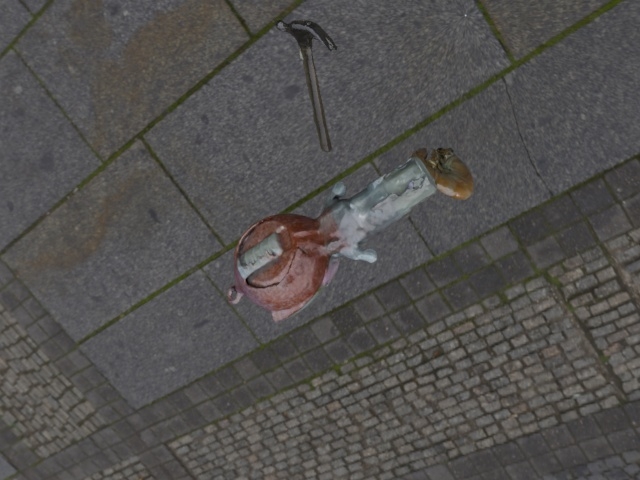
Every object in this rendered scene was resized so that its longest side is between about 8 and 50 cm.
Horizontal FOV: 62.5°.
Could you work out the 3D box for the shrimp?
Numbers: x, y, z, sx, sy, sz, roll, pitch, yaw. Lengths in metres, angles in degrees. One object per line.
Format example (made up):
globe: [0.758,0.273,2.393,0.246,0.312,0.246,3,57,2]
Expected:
shrimp: [0.238,-0.150,1.073,0.133,0.236,0.053,11,123,-4]

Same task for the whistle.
whistle: [0.000,0.000,0.738,0.346,0.142,0.134,-33,129,19]

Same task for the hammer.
hammer: [-0.011,-0.294,1.049,0.125,0.027,0.297,21,147,25]
